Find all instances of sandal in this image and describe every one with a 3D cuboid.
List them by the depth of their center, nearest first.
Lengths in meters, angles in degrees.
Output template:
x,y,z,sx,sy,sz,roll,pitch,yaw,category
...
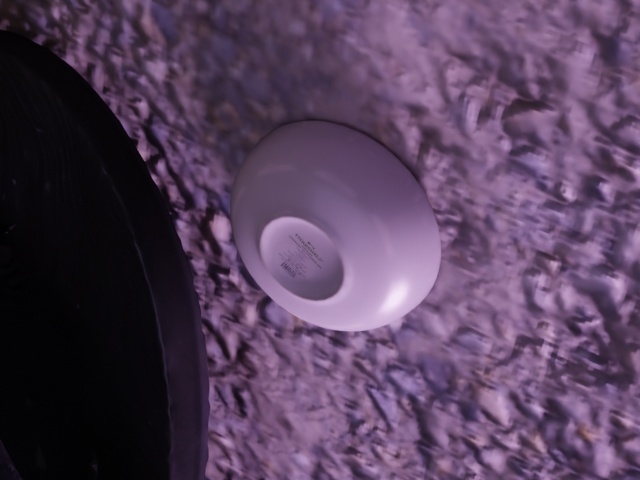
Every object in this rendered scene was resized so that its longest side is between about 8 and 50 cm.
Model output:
x,y,z,sx,sy,sz,roll,pitch,yaw,category
-0.140,0.141,0.602,0.167,0.107,0.445,16,111,31,sandal

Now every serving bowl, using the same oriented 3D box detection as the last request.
x,y,z,sx,sy,sz,roll,pitch,yaw,category
0.000,0.000,0.527,0.083,0.027,0.083,19,129,24,serving bowl
